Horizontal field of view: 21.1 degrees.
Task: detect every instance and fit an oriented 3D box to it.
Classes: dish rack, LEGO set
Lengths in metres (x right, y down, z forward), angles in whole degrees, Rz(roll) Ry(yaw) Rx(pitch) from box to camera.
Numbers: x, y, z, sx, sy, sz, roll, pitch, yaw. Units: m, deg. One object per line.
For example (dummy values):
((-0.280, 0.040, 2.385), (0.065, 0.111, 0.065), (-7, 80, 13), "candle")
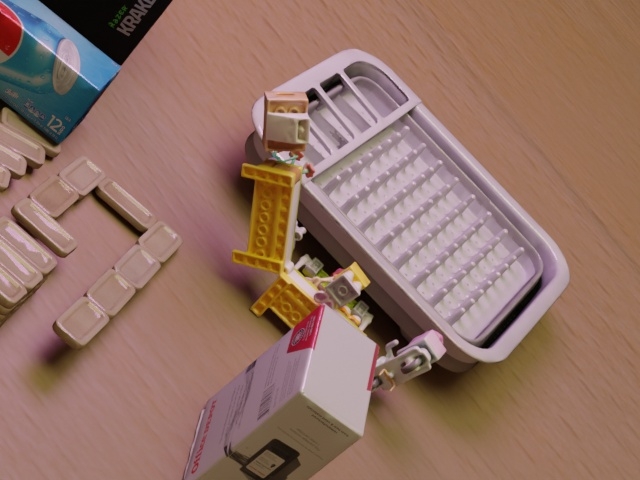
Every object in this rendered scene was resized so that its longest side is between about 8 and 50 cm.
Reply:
((0.079, -0.024, 1.679), (0.333, 0.072, 0.285), (46, 32, 4), "dish rack")
((0.000, 0.000, 1.518), (0.287, 0.132, 0.107), (63, 26, -10), "LEGO set")

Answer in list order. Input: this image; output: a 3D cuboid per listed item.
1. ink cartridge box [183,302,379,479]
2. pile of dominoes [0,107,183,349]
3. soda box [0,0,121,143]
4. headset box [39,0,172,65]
((-0.031, 0.137, 1.319), (0.063, 0.150, 0.109), (37, 34, -17), "ink cartridge box")
((-0.234, -0.008, 1.389), (0.196, 0.040, 0.251), (41, 25, -2), "pile of dominoes")
((-0.279, -0.181, 1.473), (0.210, 0.067, 0.071), (38, 24, -6), "soda box")
((-0.233, -0.337, 1.540), (0.283, 0.246, 0.131), (28, 36, -23), "headset box")
